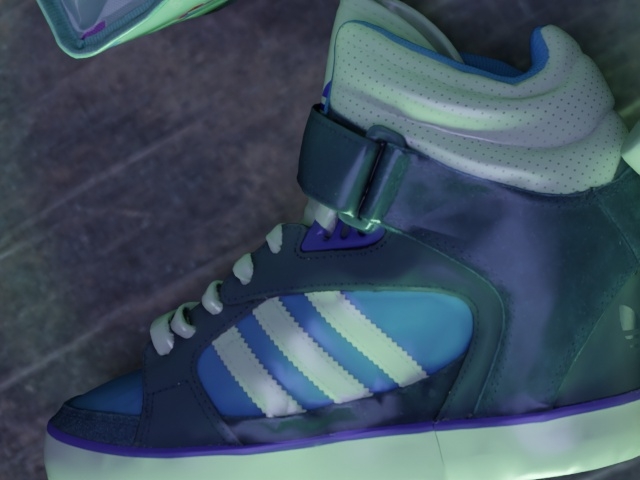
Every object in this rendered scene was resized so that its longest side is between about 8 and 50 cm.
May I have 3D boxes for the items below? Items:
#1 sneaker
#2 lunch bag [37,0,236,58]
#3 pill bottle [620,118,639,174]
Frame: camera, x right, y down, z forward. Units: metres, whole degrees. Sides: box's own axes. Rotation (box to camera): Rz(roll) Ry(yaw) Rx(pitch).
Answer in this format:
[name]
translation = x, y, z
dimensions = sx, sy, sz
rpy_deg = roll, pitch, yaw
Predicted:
[sneaker]
translation = 0.000, 0.000, 0.846
dimensions = 0.322, 0.130, 0.236
rpy_deg = -6, 93, 22
[lunch bag]
translation = -0.079, -0.231, 0.738
dimensions = 0.160, 0.223, 0.262
rpy_deg = -25, 96, 14
[pill bottle]
translation = 0.290, 0.018, 0.733
dimensions = 0.318, 0.176, 0.176
rpy_deg = 41, 111, 1
